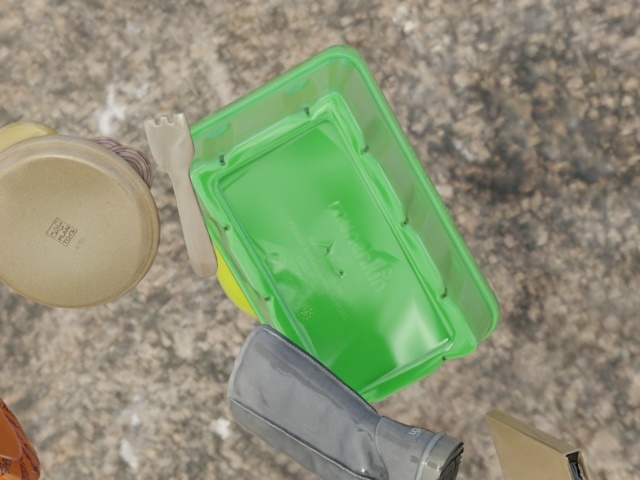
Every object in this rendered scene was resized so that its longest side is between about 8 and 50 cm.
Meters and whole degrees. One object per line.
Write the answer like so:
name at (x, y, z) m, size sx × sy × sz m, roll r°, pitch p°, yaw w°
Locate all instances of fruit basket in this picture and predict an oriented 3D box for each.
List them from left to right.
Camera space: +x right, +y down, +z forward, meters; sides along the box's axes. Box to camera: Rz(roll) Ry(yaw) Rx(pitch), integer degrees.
fruit basket at (0.000, 0.000, 1.209) m, size 0.283 × 0.392 × 0.392 m, roll -29°, pitch 48°, yaw 5°

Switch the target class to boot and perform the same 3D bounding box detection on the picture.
boot at (0.006, 0.192, 0.910) m, size 0.208 × 0.076 × 0.190 m, roll 21°, pitch 107°, yaw 24°

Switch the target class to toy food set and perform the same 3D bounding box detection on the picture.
toy food set at (-0.166, -0.017, 0.706) m, size 0.192 × 0.132 × 0.038 m, roll -10°, pitch 24°, yaw 5°

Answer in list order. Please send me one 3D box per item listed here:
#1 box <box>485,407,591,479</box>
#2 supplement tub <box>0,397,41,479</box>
box at (0.230, 0.262, 1.077) m, size 0.021 × 0.164 × 0.201 m, roll -19°, pitch 5°, yaw -10°
supplement tub at (-0.218, 0.130, 0.450) m, size 0.190 × 0.117 × 0.117 m, roll -42°, pitch 48°, yaw -4°
